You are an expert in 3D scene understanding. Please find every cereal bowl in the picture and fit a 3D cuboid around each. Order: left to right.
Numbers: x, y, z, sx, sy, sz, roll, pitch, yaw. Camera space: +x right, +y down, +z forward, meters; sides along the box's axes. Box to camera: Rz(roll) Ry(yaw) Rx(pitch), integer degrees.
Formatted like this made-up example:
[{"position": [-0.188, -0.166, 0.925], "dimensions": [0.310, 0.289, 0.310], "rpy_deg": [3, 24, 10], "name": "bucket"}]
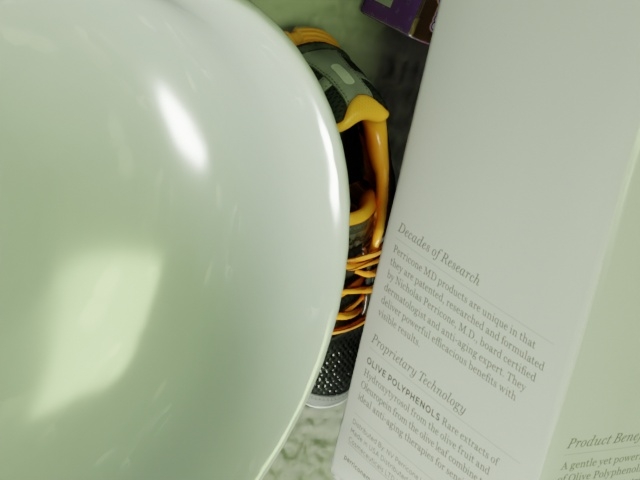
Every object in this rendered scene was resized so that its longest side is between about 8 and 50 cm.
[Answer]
[{"position": [-0.155, 0.020, 0.695], "dimensions": [0.339, 0.141, 0.339], "rpy_deg": [-25, 129, -35], "name": "cereal bowl"}]

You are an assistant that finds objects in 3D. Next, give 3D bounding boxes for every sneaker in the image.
[{"position": [0.000, 0.000, 0.829], "dimensions": [0.084, 0.083, 0.214], "rpy_deg": [-17, 120, -23], "name": "sneaker"}]

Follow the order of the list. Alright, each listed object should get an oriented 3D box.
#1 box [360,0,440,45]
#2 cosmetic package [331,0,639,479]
[{"position": [0.167, -0.220, 0.837], "dimensions": [0.201, 0.057, 0.293], "rpy_deg": [15, 104, -33], "name": "box"}, {"position": [0.155, -0.017, 0.782], "dimensions": [0.197, 0.155, 0.365], "rpy_deg": [-2, 114, -37], "name": "cosmetic package"}]
